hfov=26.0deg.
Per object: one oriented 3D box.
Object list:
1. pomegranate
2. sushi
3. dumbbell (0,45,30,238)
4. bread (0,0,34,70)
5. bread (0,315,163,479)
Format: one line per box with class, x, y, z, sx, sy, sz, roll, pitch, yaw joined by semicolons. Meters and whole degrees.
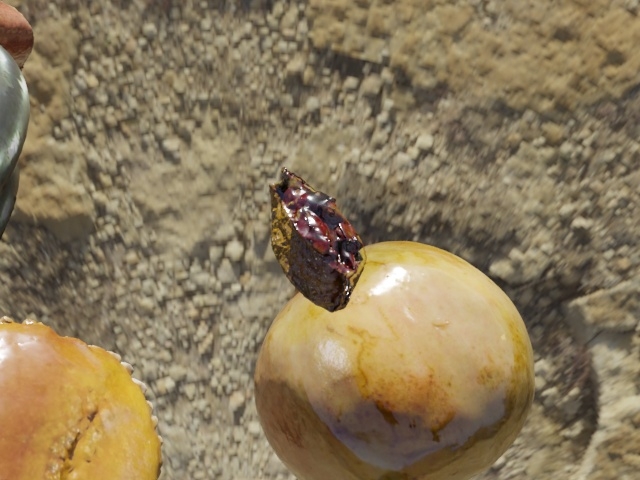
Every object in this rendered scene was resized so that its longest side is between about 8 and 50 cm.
pomegranate;0.056;0.109;1.264;0.252;0.229;0.270;-31;85;-15
sushi;0.000;0.000;0.842;0.050;0.047;0.099;-17;60;-39
dumbbell;-0.224;-0.051;0.482;0.192;0.192;0.290;-48;124;-14
bread;-0.258;-0.126;0.940;0.119;0.192;0.067;-41;79;19
bread;-0.148;0.130;0.631;0.132;0.114;0.191;22;67;-23
